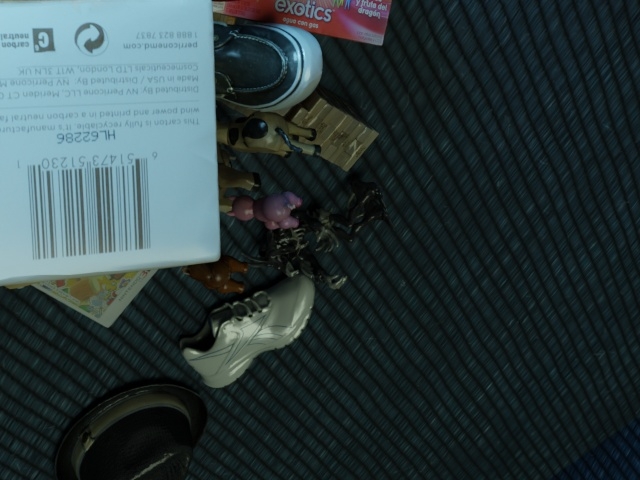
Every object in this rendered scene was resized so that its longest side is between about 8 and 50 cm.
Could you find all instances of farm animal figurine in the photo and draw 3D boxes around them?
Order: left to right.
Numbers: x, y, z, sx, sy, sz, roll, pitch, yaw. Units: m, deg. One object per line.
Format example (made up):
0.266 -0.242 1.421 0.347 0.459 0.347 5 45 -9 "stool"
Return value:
-0.170 -0.098 1.659 0.172 0.326 0.330 12 118 -32 "farm animal figurine"

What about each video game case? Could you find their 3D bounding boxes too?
-0.373 0.020 1.811 0.206 0.026 0.227 -50 131 3 "video game case"

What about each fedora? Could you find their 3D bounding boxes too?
-0.354 0.442 2.152 0.334 0.152 0.334 -17 135 -18 "fedora"

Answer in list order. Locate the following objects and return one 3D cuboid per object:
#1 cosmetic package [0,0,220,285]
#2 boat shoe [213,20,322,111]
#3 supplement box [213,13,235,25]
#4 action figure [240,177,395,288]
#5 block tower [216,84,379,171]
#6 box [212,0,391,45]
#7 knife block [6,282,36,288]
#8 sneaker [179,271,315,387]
-0.349 -0.145 1.377 0.330 0.394 0.327 -7 102 -26 "cosmetic package"
-0.142 -0.242 1.505 0.119 0.335 0.121 -3 98 -44 "boat shoe"
-0.176 -0.350 1.630 0.098 0.036 0.062 -6 130 -27 "supplement box"
0.000 0.000 1.979 0.276 0.141 0.164 -30 149 -7 "action figure"
-0.056 -0.229 1.773 0.335 0.097 0.091 27 111 -41 "block tower"
-0.054 -0.382 1.569 0.300 0.154 0.142 4 103 -33 "box"
-0.389 -0.074 1.681 0.276 0.088 0.242 -15 108 -10 "knife block"
-0.137 0.161 2.068 0.297 0.111 0.129 -41 131 6 "sneaker"
